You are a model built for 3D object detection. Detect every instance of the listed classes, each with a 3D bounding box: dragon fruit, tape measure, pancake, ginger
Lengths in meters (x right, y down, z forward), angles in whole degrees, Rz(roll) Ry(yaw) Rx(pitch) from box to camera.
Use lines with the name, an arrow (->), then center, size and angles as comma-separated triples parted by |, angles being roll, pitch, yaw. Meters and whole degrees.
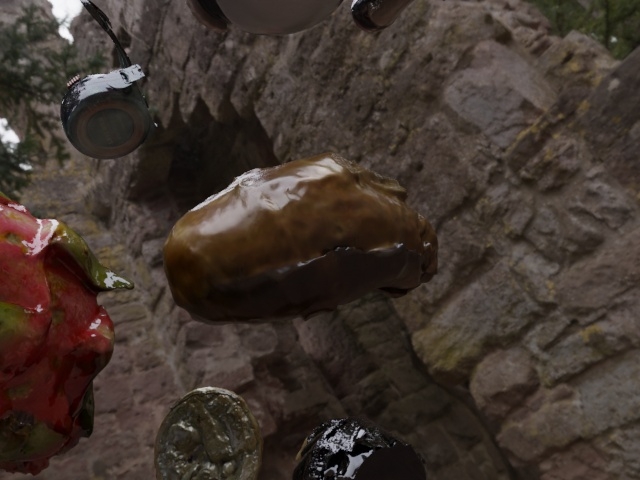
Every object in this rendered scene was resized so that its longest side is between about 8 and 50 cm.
dragon fruit -> -0.322, 0.084, 0.512 | 0.237, 0.231, 0.303 | -49, -43, -47
tape measure -> -0.273, -0.191, 0.684 | 0.107, 0.180, 0.104 | -24, -20, -14
pancake -> -0.130, 0.247, 0.647 | 0.158, 0.158, 0.028 | -39, -28, 16
ginger -> 0.000, 0.000, 0.597 | 0.321, 0.165, 0.172 | -2, -51, -23

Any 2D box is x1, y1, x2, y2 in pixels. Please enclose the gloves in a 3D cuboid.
gloves -> 0.016, 0.242, 0.614 | 0.180, 0.106, 0.129 | -9, 31, 52

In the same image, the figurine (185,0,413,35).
figurine -> -0.003, -0.412, 0.765 | 0.361, 0.211, 0.253 | -7, -67, -16
